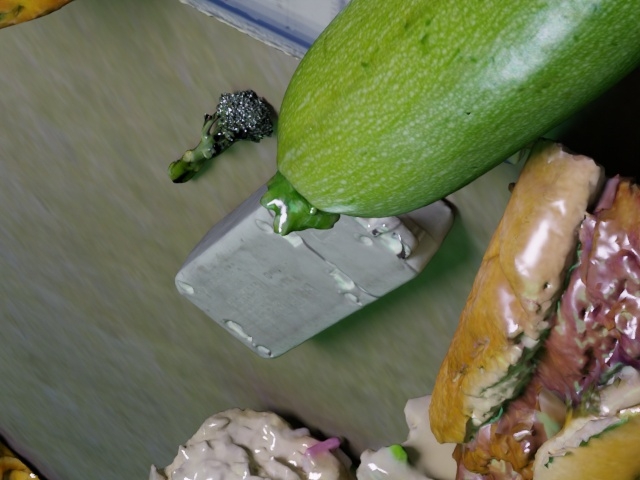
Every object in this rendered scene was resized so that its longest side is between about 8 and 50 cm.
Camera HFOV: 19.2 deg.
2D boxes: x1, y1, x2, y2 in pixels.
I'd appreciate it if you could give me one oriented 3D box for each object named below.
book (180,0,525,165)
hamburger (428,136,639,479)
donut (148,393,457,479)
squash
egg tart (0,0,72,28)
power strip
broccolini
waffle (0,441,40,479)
[{"bbox_3d":[-0.028,-0.172,0.941,0.322,0.018,0.228,27,152,14],"label":"book"},{"bbox_3d":[0.137,0.058,0.973,0.155,0.245,0.282,25,-164,7],"label":"hamburger"},{"bbox_3d":[0.067,0.227,1.326,0.307,0.150,0.371,45,151,-20],"label":"donut"},{"bbox_3d":[0.085,-0.102,0.790,0.107,0.107,0.395,39,140,-8],"label":"squash"},{"bbox_3d":[-0.181,-0.174,0.875,0.297,0.297,0.132,-10,89,54],"label":"egg tart"},{"bbox_3d":[0.000,0.000,1.144,0.093,0.053,0.288,41,151,-8],"label":"power strip"},{"bbox_3d":[-0.062,-0.059,1.159,0.035,0.030,0.140,3,165,-19],"label":"broccolini"},{"bbox_3d":[-0.387,0.303,1.825,0.324,0.261,0.151,50,156,-22],"label":"waffle"}]
